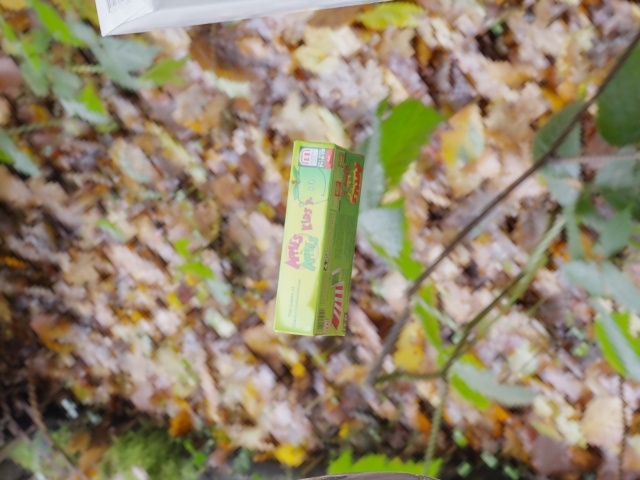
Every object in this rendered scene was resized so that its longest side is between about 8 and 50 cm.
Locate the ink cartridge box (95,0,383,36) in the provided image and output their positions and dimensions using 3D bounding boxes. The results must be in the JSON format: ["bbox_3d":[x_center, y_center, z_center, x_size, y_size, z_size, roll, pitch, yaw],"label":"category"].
[{"bbox_3d":[-0.030,-0.317,0.963,0.130,0.309,0.272,1,102,64],"label":"ink cartridge box"}]

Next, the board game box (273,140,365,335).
[{"bbox_3d":[0.000,0.000,1.209,0.043,0.181,0.092,6,179,20],"label":"board game box"}]

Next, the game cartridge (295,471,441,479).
[{"bbox_3d":[0.003,0.211,0.576,0.062,0.297,0.198,-16,82,28],"label":"game cartridge"}]
